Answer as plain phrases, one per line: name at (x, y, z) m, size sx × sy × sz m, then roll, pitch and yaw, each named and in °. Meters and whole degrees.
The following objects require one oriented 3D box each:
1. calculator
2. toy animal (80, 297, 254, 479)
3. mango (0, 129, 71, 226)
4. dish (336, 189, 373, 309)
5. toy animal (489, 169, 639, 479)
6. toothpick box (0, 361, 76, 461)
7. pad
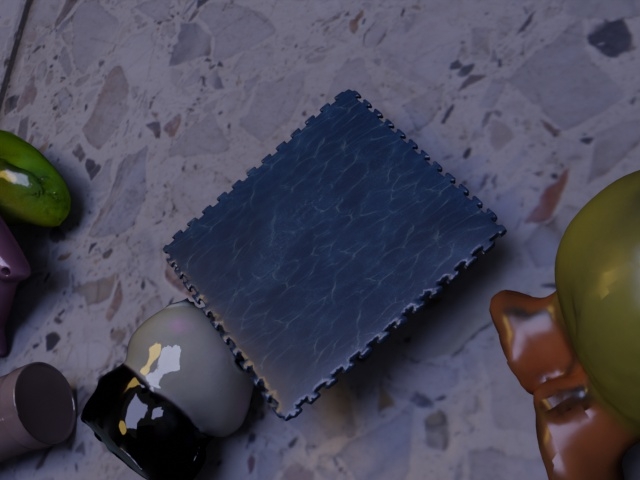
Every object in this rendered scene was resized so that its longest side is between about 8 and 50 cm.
calculator at (-0.477, 0.006, 1.251) m, size 0.294 × 0.043 × 0.194 m, roll 44°, pitch 125°, yaw 29°
toy animal at (-0.139, 0.159, 0.960) m, size 0.166 × 0.138 × 0.179 m, roll 31°, pitch 78°, yaw 21°
mango at (-0.417, -0.074, 1.283) m, size 0.233 × 0.111 × 0.125 m, roll 30°, pitch 125°, yaw 33°
dish at (-0.019, 0.029, 0.971) m, size 0.190 × 0.066 × 0.191 m, roll -15°, pitch 55°, yaw 22°
toy animal at (0.278, 0.028, 0.684) m, size 0.338 × 0.191 × 0.216 m, roll -34°, pitch 46°, yaw 18°
toothpick box at (-0.369, 0.207, 1.110) m, size 0.149 × 0.098 × 0.098 m, roll -22°, pitch 56°, yaw 24°
pad at (0.000, 0.000, 0.924) m, size 0.269 × 0.012 × 0.269 m, roll -42°, pitch 51°, yaw -2°
